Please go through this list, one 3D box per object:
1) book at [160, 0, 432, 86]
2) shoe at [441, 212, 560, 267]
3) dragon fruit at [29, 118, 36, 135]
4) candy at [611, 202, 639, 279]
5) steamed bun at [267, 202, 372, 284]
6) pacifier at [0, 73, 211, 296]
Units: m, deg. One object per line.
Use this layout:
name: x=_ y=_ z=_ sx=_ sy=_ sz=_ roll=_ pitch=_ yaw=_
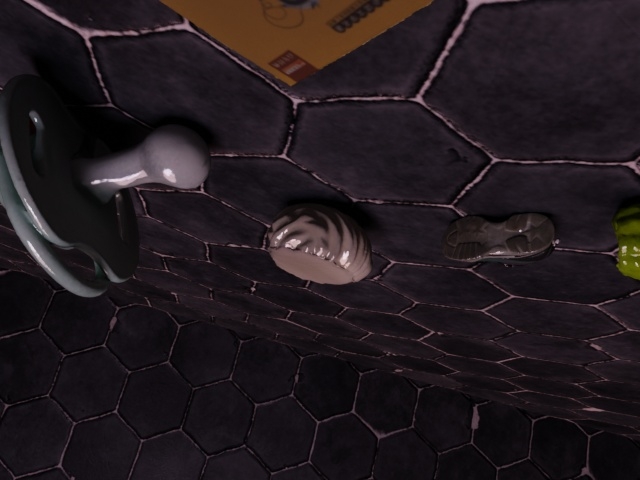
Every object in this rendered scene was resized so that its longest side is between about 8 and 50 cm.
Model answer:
book: x=-0.097 y=-0.264 z=0.410 sx=0.389 sy=0.032 sz=0.269 roll=27 pitch=157 yaw=-30
shoe: x=0.267 y=0.010 z=0.845 sx=0.169 sy=0.071 sz=0.099 roll=-6 pitch=155 yaw=37
dragon fruit: x=-0.429 y=-0.152 z=0.889 sx=0.112 sy=0.068 sz=0.126 roll=37 pitch=174 yaw=24
candy: x=0.446 y=-0.003 z=0.653 sx=0.210 sy=0.096 sz=0.097 roll=-3 pitch=154 yaw=34
steamed bun: x=0.000 y=0.000 z=0.948 sx=0.183 sy=0.106 sz=0.183 roll=16 pitch=158 yaw=6
pacifier: x=-0.281 y=-0.076 z=0.791 sx=0.269 sy=0.288 sz=0.343 roll=-16 pitch=159 yaw=5
